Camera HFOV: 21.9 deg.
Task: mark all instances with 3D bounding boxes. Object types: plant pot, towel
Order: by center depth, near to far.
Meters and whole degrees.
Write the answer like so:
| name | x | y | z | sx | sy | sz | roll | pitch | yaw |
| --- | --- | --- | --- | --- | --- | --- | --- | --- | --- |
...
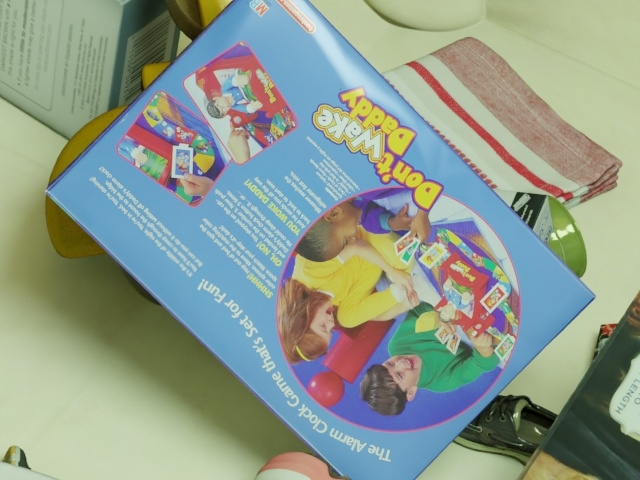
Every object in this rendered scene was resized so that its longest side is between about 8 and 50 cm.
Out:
| name | x | y | z | sx | sy | sz | roll | pitch | yaw |
| --- | --- | --- | --- | --- | --- | --- | --- | --- | --- |
| plant pot | 0.184 | 0.011 | 1.492 | 0.079 | 0.083 | 0.083 | -22 | 54 | -18 |
| towel | 0.104 | -0.083 | 1.588 | 0.329 | 0.037 | 0.237 | -24 | 56 | -34 |

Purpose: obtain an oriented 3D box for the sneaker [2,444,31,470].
| name | x | y | z | sx | sy | sz | roll | pitch | yaw |
| --- | --- | --- | --- | --- | --- | --- | --- | --- | --- |
| sneaker | -0.217 | 0.191 | 1.225 | 0.037 | 0.032 | 0.083 | 8 | 47 | -28 |

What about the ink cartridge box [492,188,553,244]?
| name | x | y | z | sx | sy | sz | roll | pitch | yaw |
| --- | --- | --- | --- | --- | --- | --- | --- | --- | --- |
| ink cartridge box | 0.121 | 0.042 | 1.401 | 0.097 | 0.046 | 0.207 | 8 | 49 | 25 |

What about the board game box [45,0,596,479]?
| name | x | y | z | sx | sy | sz | roll | pitch | yaw |
| --- | --- | --- | --- | --- | --- | --- | --- | --- | --- |
| board game box | 0.000 | 0.000 | 1.236 | 0.233 | 0.078 | 0.347 | -45 | 99 | -1 |

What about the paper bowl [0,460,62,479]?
| name | x | y | z | sx | sy | sz | roll | pitch | yaw |
| --- | --- | --- | --- | --- | --- | --- | --- | --- | --- |
| paper bowl | -0.265 | 0.222 | 1.033 | 0.284 | 0.148 | 0.284 | 11 | 1 | 0 |

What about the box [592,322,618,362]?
| name | x | y | z | sx | sy | sz | roll | pitch | yaw |
| --- | --- | --- | --- | --- | --- | --- | --- | --- | --- |
| box | 0.275 | 0.122 | 1.403 | 0.094 | 0.027 | 0.137 | -6 | 37 | 25 |

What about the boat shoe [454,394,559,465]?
| name | x | y | z | sx | sy | sz | roll | pitch | yaw |
| --- | --- | --- | --- | --- | --- | --- | --- | --- | --- |
| boat shoe | 0.158 | 0.148 | 1.356 | 0.152 | 0.049 | 0.056 | 20 | 46 | 6 |

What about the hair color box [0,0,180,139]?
| name | x | y | z | sx | sy | sz | roll | pitch | yaw |
| --- | --- | --- | --- | --- | --- | --- | --- | --- | --- |
| hair color box | -0.307 | -0.257 | 1.534 | 0.374 | 0.185 | 0.113 | 31 | 46 | 16 |

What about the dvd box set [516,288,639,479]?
| name | x | y | z | sx | sy | sz | roll | pitch | yaw |
| --- | --- | --- | --- | --- | --- | --- | --- | --- | --- |
| dvd box set | 0.338 | 0.248 | 1.156 | 0.420 | 0.307 | 0.062 | 34 | 5 | 18 |

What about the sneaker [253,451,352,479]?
| name | x | y | z | sx | sy | sz | roll | pitch | yaw |
| --- | --- | --- | --- | --- | --- | --- | --- | --- | --- |
| sneaker | 0.041 | 0.287 | 1.160 | 0.314 | 0.116 | 0.136 | 34 | 56 | 27 |

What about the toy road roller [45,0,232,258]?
| name | x | y | z | sx | sy | sz | roll | pitch | yaw |
| --- | --- | --- | --- | --- | --- | --- | --- | --- | --- |
| toy road roller | -0.115 | -0.100 | 1.354 | 0.240 | 0.202 | 0.329 | -10 | 92 | -7 |
